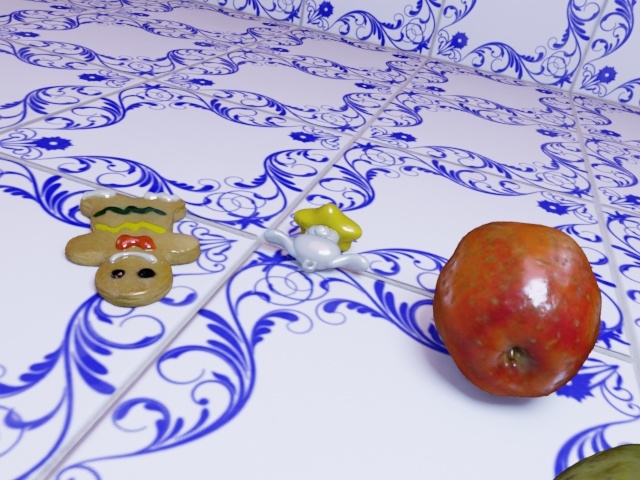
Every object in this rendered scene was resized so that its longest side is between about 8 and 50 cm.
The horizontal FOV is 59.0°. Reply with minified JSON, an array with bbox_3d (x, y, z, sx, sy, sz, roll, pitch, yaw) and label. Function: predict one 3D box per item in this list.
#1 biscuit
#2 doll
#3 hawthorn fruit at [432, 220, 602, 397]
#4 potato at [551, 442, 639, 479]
[{"bbox_3d":[-0.231,-0.002,0.703,0.158,0.035,0.240,-3,33,-18],"label":"biscuit"},{"bbox_3d":[0.007,0.002,0.748,0.135,0.071,0.113,33,44,25],"label":"doll"},{"bbox_3d":[0.201,0.073,0.592,0.189,0.189,0.189,8,30,-5],"label":"hawthorn fruit"},{"bbox_3d":[0.250,0.242,0.307,0.307,0.173,0.210,37,19,34],"label":"potato"}]
